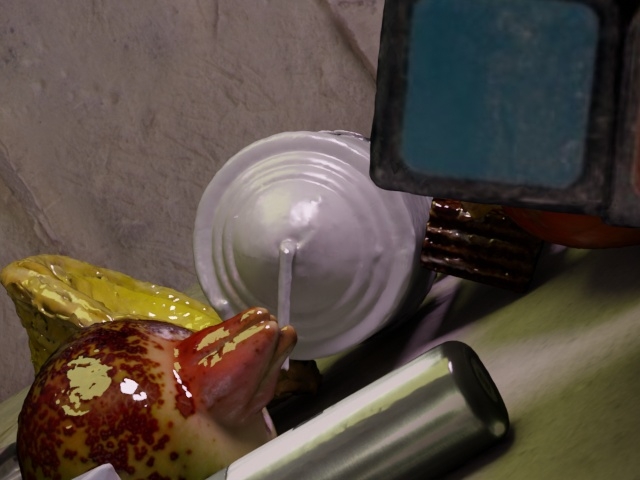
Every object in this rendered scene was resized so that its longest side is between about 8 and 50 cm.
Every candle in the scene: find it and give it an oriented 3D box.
[{"bbox_3d":[0.000,0.000,1.527,0.221,0.221,0.342,-32,-4,8],"label":"candle"}]

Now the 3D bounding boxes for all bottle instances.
[{"bbox_3d":[0.009,0.161,1.091,0.253,0.079,0.096,-32,-32,12],"label":"bottle"}]

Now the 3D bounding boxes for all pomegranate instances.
[{"bbox_3d":[-0.110,0.137,1.217,0.248,0.214,0.214,-44,0,27],"label":"pomegranate"}]

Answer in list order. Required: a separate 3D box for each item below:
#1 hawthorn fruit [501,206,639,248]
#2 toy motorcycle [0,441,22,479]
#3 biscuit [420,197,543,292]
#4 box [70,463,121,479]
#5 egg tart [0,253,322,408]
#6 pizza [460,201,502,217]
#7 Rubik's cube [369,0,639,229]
[{"bbox_3d":[0.240,-0.123,1.245,0.275,0.275,0.299,-35,8,-13],"label":"hawthorn fruit"},{"bbox_3d":[-0.271,0.260,1.468,0.188,0.143,0.327,-32,-1,15],"label":"toy motorcycle"},{"bbox_3d":[0.168,-0.024,1.531,0.106,0.070,0.252,14,17,10],"label":"biscuit"},{"bbox_3d":[-0.207,0.212,0.795,0.155,0.067,0.243,-30,3,35],"label":"box"},{"bbox_3d":[-0.169,0.120,1.591,0.345,0.345,0.132,-159,88,-83],"label":"egg tart"},{"bbox_3d":[0.204,-0.077,1.422,0.062,0.199,0.188,7,62,58],"label":"pizza"},{"bbox_3d":[0.228,-0.193,0.855,0.358,0.363,0.362,8,15,9],"label":"Rubik's cube"}]
